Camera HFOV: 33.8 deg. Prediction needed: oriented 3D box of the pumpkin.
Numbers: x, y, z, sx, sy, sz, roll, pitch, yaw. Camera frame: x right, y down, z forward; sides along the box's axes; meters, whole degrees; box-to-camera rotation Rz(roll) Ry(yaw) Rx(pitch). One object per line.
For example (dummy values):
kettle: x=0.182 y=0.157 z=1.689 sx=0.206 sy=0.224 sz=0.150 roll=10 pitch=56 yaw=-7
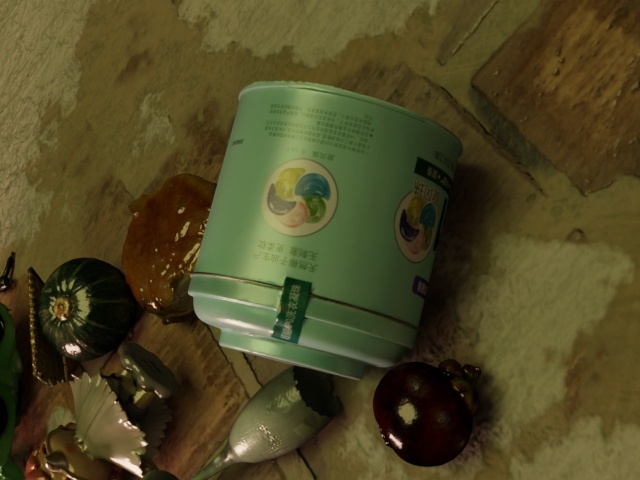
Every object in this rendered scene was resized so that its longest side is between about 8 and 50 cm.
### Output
pumpkin: x=-0.376 y=0.109 z=1.697 sx=0.167 sy=0.125 sz=0.167 roll=0 pitch=90 yaw=41

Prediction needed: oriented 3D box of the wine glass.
wine glass: x=-0.086 y=0.343 z=1.362 sx=0.309 sy=0.096 sz=0.264 roll=-39 pitch=50 yaw=25

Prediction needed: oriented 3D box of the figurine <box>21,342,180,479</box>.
figurine: x=-0.357 y=0.326 z=1.571 sx=0.207 sy=0.166 sz=0.387 roll=44 pitch=105 yaw=21

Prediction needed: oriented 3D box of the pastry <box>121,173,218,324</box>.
pastry: x=-0.211 y=0.015 z=1.596 sx=0.218 sy=0.100 sz=0.229 roll=10 pitch=77 yaw=40

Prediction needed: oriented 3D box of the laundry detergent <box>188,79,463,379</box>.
laundry detergent: x=0.000 y=0.000 z=1.273 sx=0.287 sy=0.287 sz=0.305 roll=7 pitch=80 yaw=44

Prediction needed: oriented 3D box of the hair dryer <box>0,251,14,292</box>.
hair dryer: x=-0.602 y=0.062 z=2.001 sx=0.079 sy=0.031 sz=0.083 roll=-16 pitch=51 yaw=48

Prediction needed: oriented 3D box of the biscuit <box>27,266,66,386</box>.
biscuit: x=-0.456 y=0.158 z=1.756 sx=0.016 sy=0.144 sz=0.203 roll=-14 pitch=59 yaw=0

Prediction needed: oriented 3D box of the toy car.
toy car: x=-0.605 y=0.279 z=1.825 sx=0.213 sy=0.176 sz=0.359 roll=-25 pitch=56 yaw=34

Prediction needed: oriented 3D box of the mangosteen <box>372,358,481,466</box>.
mangosteen: x=0.129 y=0.190 z=1.211 sx=0.140 sy=0.140 sz=0.140 roll=-16 pitch=65 yaw=38
